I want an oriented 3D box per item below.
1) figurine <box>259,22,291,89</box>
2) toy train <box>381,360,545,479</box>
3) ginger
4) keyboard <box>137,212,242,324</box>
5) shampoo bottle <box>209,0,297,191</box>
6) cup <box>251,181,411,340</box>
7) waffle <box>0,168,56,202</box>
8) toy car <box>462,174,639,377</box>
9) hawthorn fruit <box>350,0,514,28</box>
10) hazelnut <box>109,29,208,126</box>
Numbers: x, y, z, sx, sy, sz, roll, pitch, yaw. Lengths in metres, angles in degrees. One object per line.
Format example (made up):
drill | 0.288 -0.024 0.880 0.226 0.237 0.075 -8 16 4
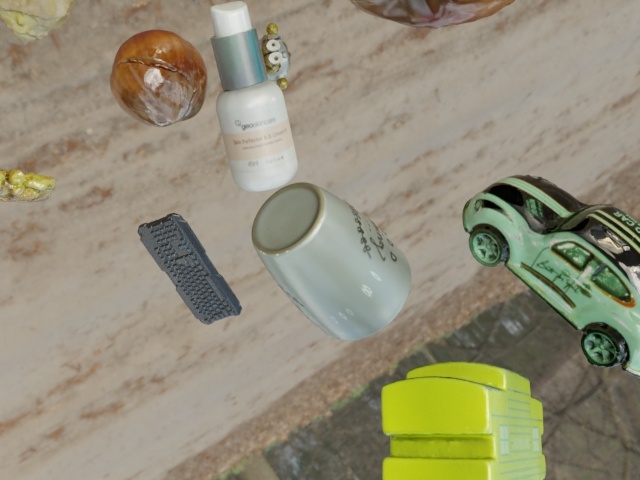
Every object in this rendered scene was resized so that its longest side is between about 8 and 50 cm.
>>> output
figurine | -0.079 -0.295 1.320 0.068 0.143 0.101 -11 122 -5
toy train | 0.200 0.296 1.052 0.179 0.272 0.442 -5 165 23
ginger | -0.433 -0.427 1.210 0.152 0.138 0.267 -73 180 -46
keyboard | -0.252 0.061 1.567 0.106 0.016 0.262 -18 122 19
shampoo bottle | -0.074 -0.149 0.843 0.074 0.074 0.192 -24 114 -32
cup | 0.000 0.000 1.290 0.186 0.258 0.234 -34 133 12
waffle | -0.635 -0.108 1.452 0.302 0.324 0.068 -9 107 -89
toy car | 0.310 0.018 0.949 0.136 0.306 0.125 -26 152 -36
hawthorn fruit | 0.149 -0.512 1.060 0.471 0.472 0.472 -33 157 -16
hazelnut | -0.294 -0.282 1.440 0.182 0.182 0.182 -33 157 -16
